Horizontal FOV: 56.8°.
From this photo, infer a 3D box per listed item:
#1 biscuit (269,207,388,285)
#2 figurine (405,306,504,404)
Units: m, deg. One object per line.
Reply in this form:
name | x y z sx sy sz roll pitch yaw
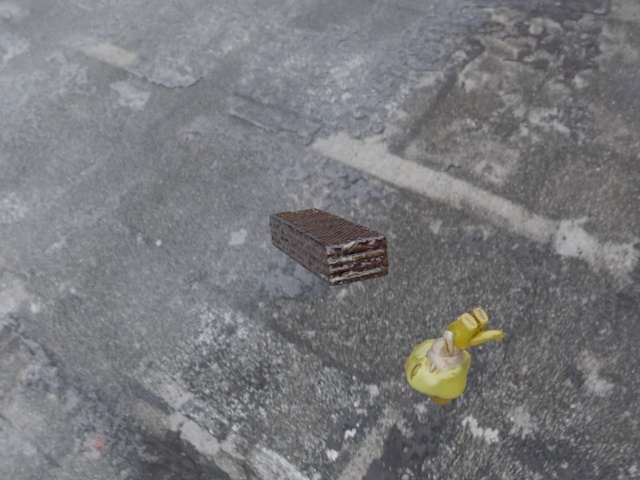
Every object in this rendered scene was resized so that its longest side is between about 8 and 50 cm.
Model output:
biscuit | 0.000 0.000 1.095 0.107 0.073 0.388 -10 14 -17
figurine | 0.249 0.227 1.153 0.156 0.246 0.131 -20 58 -34
